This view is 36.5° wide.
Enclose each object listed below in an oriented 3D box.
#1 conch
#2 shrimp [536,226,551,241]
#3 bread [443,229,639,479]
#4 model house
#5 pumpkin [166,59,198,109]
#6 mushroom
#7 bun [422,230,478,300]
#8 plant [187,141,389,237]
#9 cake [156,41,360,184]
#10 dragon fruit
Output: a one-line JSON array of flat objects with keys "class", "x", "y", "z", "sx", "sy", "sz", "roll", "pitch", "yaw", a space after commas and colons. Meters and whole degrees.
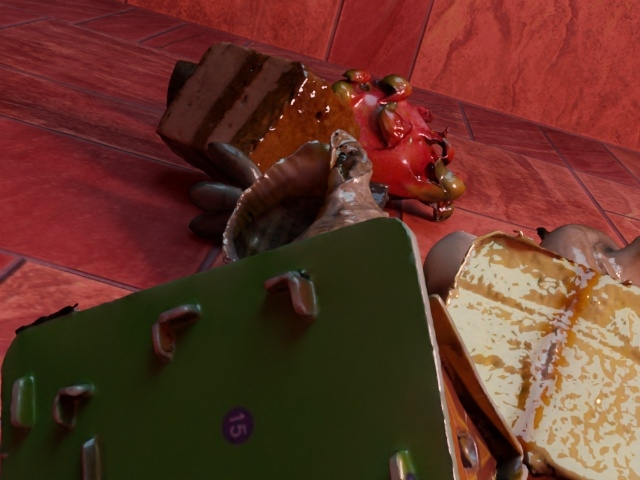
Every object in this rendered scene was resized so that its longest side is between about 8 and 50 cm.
[{"class": "conch", "x": 0.007, "y": 0.013, "z": 1.173, "sx": 0.210, "sy": 0.159, "sz": 0.291, "roll": -14, "pitch": 41, "yaw": 27}, {"class": "shrimp", "x": 0.396, "y": 0.026, "z": 1.669, "sx": 0.150, "sy": 0.051, "sz": 0.217, "roll": 3, "pitch": 24, "yaw": -15}, {"class": "bread", "x": 0.230, "y": 0.132, "z": 0.987, "sx": 0.263, "sy": 0.199, "sz": 0.236, "roll": 22, "pitch": 25, "yaw": 12}, {"class": "model house", "x": 0.006, "y": 0.213, "z": 0.654, "sx": 0.300, "sy": 0.340, "sz": 0.323, "roll": -19, "pitch": -25, "yaw": 23}, {"class": "pumpkin", "x": -0.207, "y": -0.250, "z": 1.873, "sx": 0.130, "sy": 0.126, "sz": 0.248, "roll": 15, "pitch": -3, "yaw": 23}, {"class": "mushroom", "x": 0.388, "y": 0.071, "z": 1.281, "sx": 0.209, "sy": 0.207, "sz": 0.206, "roll": -1, "pitch": 9, "yaw": 26}, {"class": "bun", "x": 0.195, "y": 0.076, "z": 1.211, "sx": 0.173, "sy": 0.120, "sz": 0.173, "roll": 40, "pitch": -4, "yaw": 3}, {"class": "plant", "x": -0.044, "y": -0.035, "z": 1.320, "sx": 0.274, "sy": 0.147, "sz": 0.149, "roll": 14, "pitch": -1, "yaw": -2}, {"class": "cake", "x": -0.111, "y": -0.177, "z": 1.518, "sx": 0.293, "sy": 0.199, "sz": 0.196, "roll": 26, "pitch": -9, "yaw": 40}, {"class": "dragon fruit", "x": 0.118, "y": -0.165, "z": 1.694, "sx": 0.307, "sy": 0.243, "sz": 0.227, "roll": 2, "pitch": -16, "yaw": -28}]
